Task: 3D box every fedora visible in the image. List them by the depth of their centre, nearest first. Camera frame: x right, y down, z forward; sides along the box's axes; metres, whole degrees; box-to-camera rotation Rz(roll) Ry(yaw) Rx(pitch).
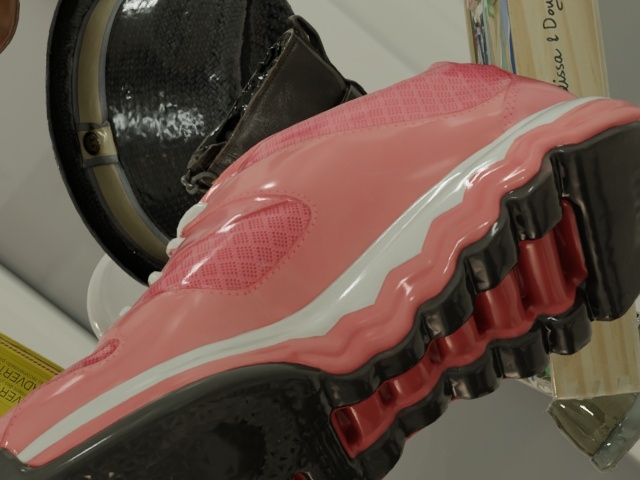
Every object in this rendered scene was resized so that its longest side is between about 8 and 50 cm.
[{"bbox_3d":[-0.086,-0.119,1.332,0.153,0.334,0.334,-9,37,39],"label":"fedora"}]

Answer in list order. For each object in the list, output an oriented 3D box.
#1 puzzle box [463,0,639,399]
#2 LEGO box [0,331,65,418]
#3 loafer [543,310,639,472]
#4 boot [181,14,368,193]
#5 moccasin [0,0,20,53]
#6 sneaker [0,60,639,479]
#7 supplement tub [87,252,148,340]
[{"bbox_3d":[0.128,-0.112,0.938,0.052,0.408,0.272,-7,-3,2],"label":"puzzle box"},{"bbox_3d":[-0.451,0.226,1.372,0.372,0.500,0.193,-54,-22,-24],"label":"LEGO box"},{"bbox_3d":[0.259,0.115,1.363,0.094,0.087,0.251,-55,-3,22],"label":"loafer"},{"bbox_3d":[0.000,0.000,1.084,0.091,0.229,0.263,3,66,65],"label":"boot"},{"bbox_3d":[-0.315,-0.225,1.044,0.139,0.380,0.147,-40,-35,-14],"label":"moccasin"},{"bbox_3d":[-0.017,0.032,0.574,0.314,0.116,0.136,-32,42,-17],"label":"sneaker"},{"bbox_3d":[-0.165,0.119,1.844,0.191,0.191,0.272,-55,-23,-22],"label":"supplement tub"}]
